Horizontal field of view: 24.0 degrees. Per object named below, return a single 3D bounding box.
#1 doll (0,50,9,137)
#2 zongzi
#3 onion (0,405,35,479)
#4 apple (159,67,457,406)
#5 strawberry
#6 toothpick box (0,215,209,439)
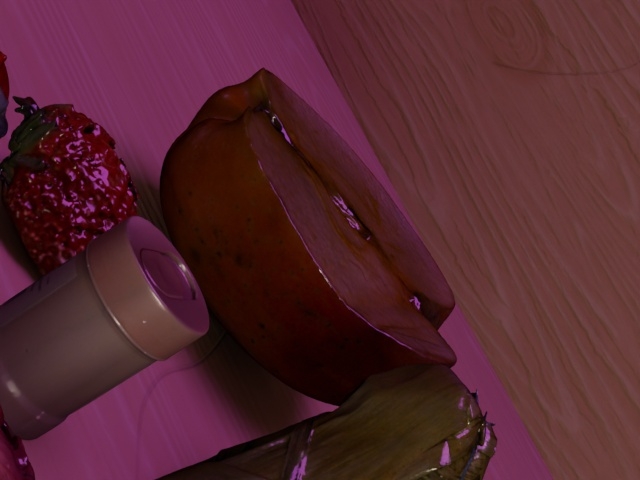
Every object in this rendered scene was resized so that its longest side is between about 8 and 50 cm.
[{"bbox_3d":[-0.296,-0.150,1.271,0.195,0.062,0.104,-112,-160,-61],"label":"doll"},{"bbox_3d":[0.000,0.174,1.207,0.274,0.251,0.125,42,5,-46],"label":"zongzi"},{"bbox_3d":[-0.239,0.103,0.651,0.248,0.161,0.248,52,3,-4],"label":"onion"},{"bbox_3d":[0.000,0.000,1.549,0.365,0.295,0.328,49,-24,-17],"label":"apple"},{"bbox_3d":[-0.200,-0.032,1.246,0.140,0.085,0.192,39,35,-65],"label":"strawberry"},{"bbox_3d":[-0.165,0.062,1.053,0.098,0.149,0.098,54,12,-17],"label":"toothpick box"}]
